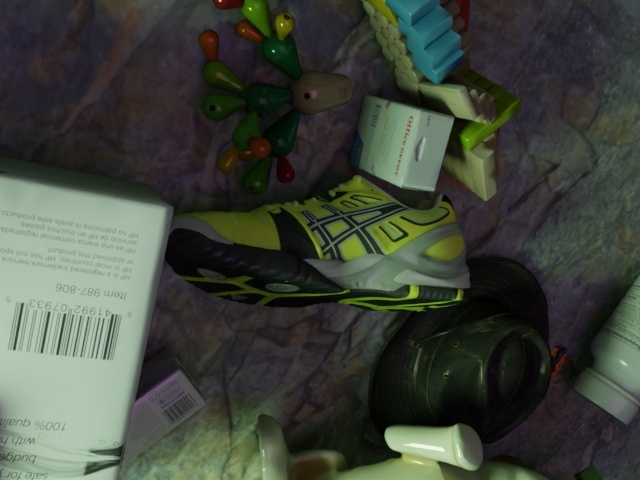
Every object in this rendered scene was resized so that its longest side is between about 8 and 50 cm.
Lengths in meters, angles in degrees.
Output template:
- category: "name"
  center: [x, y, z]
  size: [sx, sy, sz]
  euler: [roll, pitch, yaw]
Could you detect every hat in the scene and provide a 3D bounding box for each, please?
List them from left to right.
- category: "hat"
  center: [0.238, 0.194, 1.034]
  size: [0.331, 0.134, 0.331]
  euler: [-10, 112, -25]

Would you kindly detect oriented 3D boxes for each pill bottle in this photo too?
- category: "pill bottle"
  center: [0.513, 0.174, 1.168]
  size: [0.131, 0.131, 0.229]
  euler: [35, 90, -32]

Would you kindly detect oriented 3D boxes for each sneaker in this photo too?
- category: "sneaker"
  center: [0.000, 0.000, 0.862]
  size: [0.385, 0.145, 0.147]
  euler: [7, 74, -27]

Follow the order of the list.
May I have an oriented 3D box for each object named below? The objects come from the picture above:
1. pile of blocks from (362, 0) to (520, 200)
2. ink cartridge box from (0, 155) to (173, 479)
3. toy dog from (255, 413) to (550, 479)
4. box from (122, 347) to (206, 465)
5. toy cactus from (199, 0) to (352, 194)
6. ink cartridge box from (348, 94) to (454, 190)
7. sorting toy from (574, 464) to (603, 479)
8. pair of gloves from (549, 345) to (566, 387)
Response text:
- category: "pile of blocks"
  center: [0.151, -0.220, 0.829]
  size: [0.113, 0.149, 0.362]
  euler: [-39, 120, -10]
- category: "ink cartridge box"
  center: [-0.320, 0.122, 0.657]
  size: [0.286, 0.166, 0.394]
  euler: [11, 97, -20]
- category: "toy dog"
  center: [0.136, 0.403, 0.923]
  size: [0.408, 0.284, 0.395]
  euler: [-4, 129, -4]
- category: "box"
  center: [-0.283, 0.248, 0.824]
  size: [0.324, 0.063, 0.067]
  euler: [-36, 119, -11]
- category: "toy cactus"
  center: [-0.041, -0.160, 0.790]
  size: [0.181, 0.112, 0.219]
  euler: [-15, 106, -33]
- category: "ink cartridge box"
  center: [0.092, -0.115, 0.851]
  size: [0.052, 0.122, 0.088]
  euler: [6, 105, -29]
- category: "sorting toy"
  center: [0.311, 0.440, 1.156]
  size: [0.348, 0.047, 0.196]
  euler: [-14, 154, -36]
- category: "pair of gloves"
  center: [0.370, 0.203, 1.157]
  size: [0.083, 0.010, 0.074]
  euler: [17, 98, -57]
